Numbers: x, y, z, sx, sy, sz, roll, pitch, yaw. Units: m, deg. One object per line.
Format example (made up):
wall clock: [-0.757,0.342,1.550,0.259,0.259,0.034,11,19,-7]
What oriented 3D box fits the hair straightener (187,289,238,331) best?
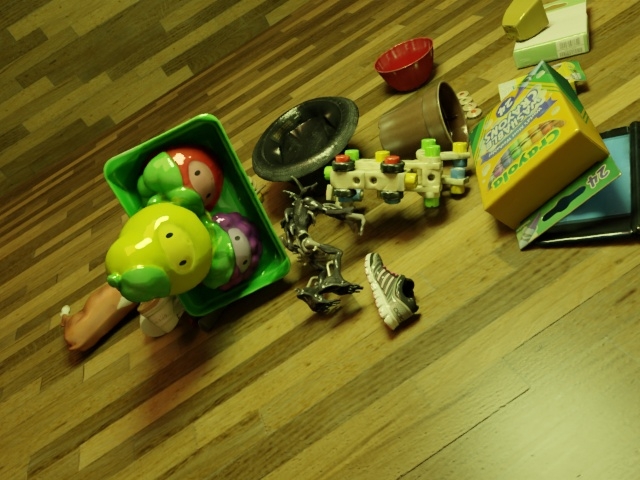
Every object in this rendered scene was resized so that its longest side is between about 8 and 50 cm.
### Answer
hair straightener: [-0.190,0.114,1.147,0.089,0.047,0.230,12,49,44]

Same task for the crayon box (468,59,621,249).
crayon box: [0.384,-0.166,0.933,0.203,0.083,0.323,-47,22,37]

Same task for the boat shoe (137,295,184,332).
boat shoe: [-0.315,0.123,1.182,0.098,0.096,0.277,-30,13,23]

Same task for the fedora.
fedora: [-0.017,-0.226,1.327,0.333,0.153,0.334,-19,40,17]

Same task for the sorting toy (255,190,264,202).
sorting toy: [-0.291,-0.108,1.485,0.307,0.041,0.229,-7,42,31]

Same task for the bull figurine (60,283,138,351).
bull figurine: [-0.521,0.146,1.301,0.310,0.101,0.188,-41,32,-17]

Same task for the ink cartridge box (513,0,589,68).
ink cartridge box: [0.606,-0.549,1.339,0.171,0.056,0.235,-5,41,32]

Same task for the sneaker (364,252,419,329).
sneaker: [0.130,0.080,0.923,0.074,0.063,0.171,-25,40,9]

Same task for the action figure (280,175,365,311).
action figure: [0.000,0.000,1.027,0.164,0.140,0.276,-46,46,42]

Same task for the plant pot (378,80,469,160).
plant pot: [0.234,-0.259,1.186,0.165,0.167,0.167,-15,38,35]

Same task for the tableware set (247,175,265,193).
tableware set: [-0.259,-0.121,1.426,0.128,0.039,0.194,19,55,41]

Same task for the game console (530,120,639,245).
game console: [0.486,-0.151,0.853,0.173,0.250,0.293,15,51,13]

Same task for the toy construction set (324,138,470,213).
toy construction set: [0.138,-0.135,1.077,0.327,0.151,0.215,-10,14,29]

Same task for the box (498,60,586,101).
box: [0.510,-0.353,1.184,0.179,0.043,0.105,-15,38,26]

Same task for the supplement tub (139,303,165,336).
supplement tub: [-0.385,0.165,1.198,0.071,0.071,0.107,-30,34,2]

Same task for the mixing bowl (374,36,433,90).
mixing bowl: [0.260,-0.506,1.509,0.181,0.098,0.182,-21,36,16]

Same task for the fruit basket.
fruit basket: [-0.250,-0.024,0.995,0.282,0.392,0.392,-26,35,1]

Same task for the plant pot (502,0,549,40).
plant pot: [0.515,-0.560,1.310,0.083,0.081,0.081,-46,36,-3]

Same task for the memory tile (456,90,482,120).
memory tile: [0.341,-0.333,1.311,0.113,0.012,0.148,-22,36,13]
